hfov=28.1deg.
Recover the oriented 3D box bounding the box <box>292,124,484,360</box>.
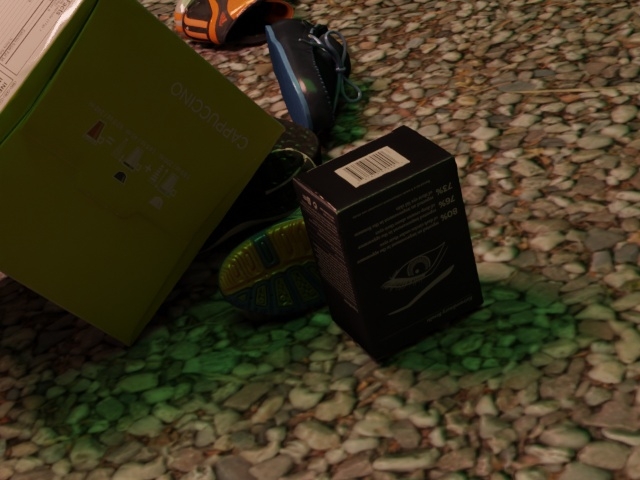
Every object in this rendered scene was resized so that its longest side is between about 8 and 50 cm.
[{"bbox_3d":[0.077,0.003,1.421,0.153,0.207,0.108,-25,34,-18],"label":"box"}]

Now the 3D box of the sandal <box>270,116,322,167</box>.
[{"bbox_3d":[-0.205,-0.140,1.868,0.446,0.107,0.167,22,45,26],"label":"sandal"}]

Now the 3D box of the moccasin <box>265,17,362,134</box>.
[{"bbox_3d":[-0.010,-0.275,1.943,0.117,0.137,0.342,-12,33,-4],"label":"moccasin"}]

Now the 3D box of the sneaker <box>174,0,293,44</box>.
[{"bbox_3d":[-0.091,-0.437,2.254,0.180,0.124,0.321,22,58,38],"label":"sneaker"}]

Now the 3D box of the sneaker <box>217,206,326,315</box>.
[{"bbox_3d":[0.000,0.000,1.577,0.296,0.111,0.131,-25,17,-18],"label":"sneaker"}]

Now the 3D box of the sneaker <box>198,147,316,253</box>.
[{"bbox_3d":[-0.124,-0.044,1.696,0.272,0.100,0.108,-17,-2,10],"label":"sneaker"}]

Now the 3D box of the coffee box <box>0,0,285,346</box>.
[{"bbox_3d":[-0.318,-0.137,1.553,0.338,0.338,0.334,-54,44,-2],"label":"coffee box"}]
